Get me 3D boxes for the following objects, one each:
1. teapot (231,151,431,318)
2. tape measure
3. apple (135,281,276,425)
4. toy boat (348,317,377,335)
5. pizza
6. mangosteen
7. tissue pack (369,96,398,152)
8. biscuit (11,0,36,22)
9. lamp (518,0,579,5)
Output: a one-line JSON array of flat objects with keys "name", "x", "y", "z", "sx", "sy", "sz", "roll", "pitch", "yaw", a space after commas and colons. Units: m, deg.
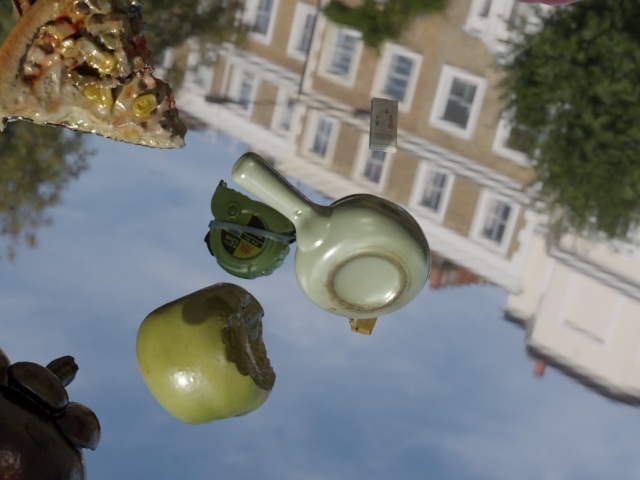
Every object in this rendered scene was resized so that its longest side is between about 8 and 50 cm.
[{"name": "teapot", "x": 0.030, "y": -0.019, "z": 1.852, "sx": 0.220, "sy": 0.318, "sz": 0.149, "roll": -23, "pitch": -144, "yaw": 13}, {"name": "tape measure", "x": -0.128, "y": -0.007, "z": 2.245, "sx": 0.177, "sy": 0.154, "sz": 0.087, "roll": 22, "pitch": 173, "yaw": 17}, {"name": "apple", "x": -0.215, "y": 0.214, "z": 2.334, "sx": 0.279, "sy": 0.279, "sz": 0.279, "roll": 12, "pitch": -161, "yaw": -4}, {"name": "toy boat", "x": 0.057, "y": 0.077, "z": 2.116, "sx": 0.057, "sy": 0.077, "sz": 0.200, "roll": 17, "pitch": -137, "yaw": -30}, {"name": "pizza", "x": -0.202, "y": -0.146, "z": 1.164, "sx": 0.195, "sy": 0.185, "sz": 0.052, "roll": 38, "pitch": 177, "yaw": -17}, {"name": "mangosteen", "x": -0.477, "y": 0.310, "z": 1.838, "sx": 0.307, "sy": 0.347, "sz": 0.307, "roll": 26, "pitch": 166, "yaw": 7}, {"name": "tissue pack", "x": 0.125, "y": -0.228, "z": 2.448, "sx": 0.056, "sy": 0.108, "sz": 0.023, "roll": 8, "pitch": 163, "yaw": -11}, {"name": "biscuit", "x": -0.408, "y": -0.340, "z": 1.770, "sx": 0.066, "sy": 0.220, "sz": 0.220, "roll": -19, "pitch": -153, "yaw": -10}, {"name": "lamp", "x": 0.382, "y": -0.515, "z": 1.996, "sx": 0.303, "sy": 0.303, "sz": 0.257, "roll": 28, "pitch": 161, "yaw": 37}]
